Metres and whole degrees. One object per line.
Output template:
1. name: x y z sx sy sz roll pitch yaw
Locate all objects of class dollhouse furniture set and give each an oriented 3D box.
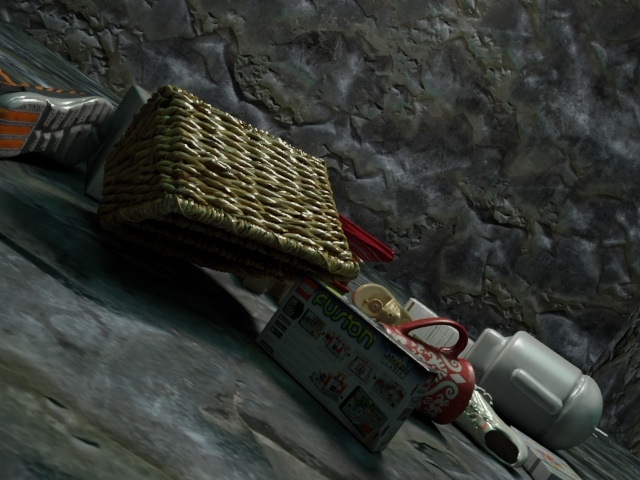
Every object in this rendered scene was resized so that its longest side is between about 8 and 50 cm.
1. dollhouse furniture set: -0.061 0.024 1.256 0.259 0.135 0.262 33 5 -31

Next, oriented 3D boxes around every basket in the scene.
1. basket: -0.135 -0.020 0.894 0.299 0.213 0.223 22 39 -38

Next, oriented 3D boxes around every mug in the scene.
1. mug: 0.146 0.189 1.056 0.169 0.150 0.113 29 -28 -19

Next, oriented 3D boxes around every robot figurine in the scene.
1. robot figurine: 0.517 0.358 1.599 0.353 0.199 0.300 36 6 20

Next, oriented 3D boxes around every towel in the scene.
1. towel: 0.000 0.000 1.402 0.199 0.031 0.275 34 -24 -33

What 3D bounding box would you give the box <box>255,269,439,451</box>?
1. box: 0.026 0.139 0.797 0.207 0.114 0.036 38 5 31

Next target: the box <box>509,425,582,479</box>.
1. box: 0.429 0.429 1.225 0.145 0.038 0.186 34 3 -10

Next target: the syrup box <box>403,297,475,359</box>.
1. syrup box: 0.324 0.265 1.853 0.237 0.096 0.093 36 2 15

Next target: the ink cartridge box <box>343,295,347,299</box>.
1. ink cartridge box: 0.013 0.109 1.540 0.145 0.045 0.179 38 8 32

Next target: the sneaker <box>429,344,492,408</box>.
1. sneaker: 0.273 0.295 1.394 0.191 0.071 0.083 44 0 12

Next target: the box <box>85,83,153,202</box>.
1. box: -0.271 -0.133 1.168 0.215 0.168 0.345 33 5 -24

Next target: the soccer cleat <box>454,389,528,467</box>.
1. soccer cleat: 0.274 0.312 1.151 0.196 0.068 0.076 40 9 22

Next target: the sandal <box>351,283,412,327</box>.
1. sandal: 0.180 0.185 1.686 0.240 0.088 0.079 38 -5 -42

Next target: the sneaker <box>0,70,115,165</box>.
1. sneaker: -0.433 -0.206 0.960 0.180 0.124 0.321 36 7 6
